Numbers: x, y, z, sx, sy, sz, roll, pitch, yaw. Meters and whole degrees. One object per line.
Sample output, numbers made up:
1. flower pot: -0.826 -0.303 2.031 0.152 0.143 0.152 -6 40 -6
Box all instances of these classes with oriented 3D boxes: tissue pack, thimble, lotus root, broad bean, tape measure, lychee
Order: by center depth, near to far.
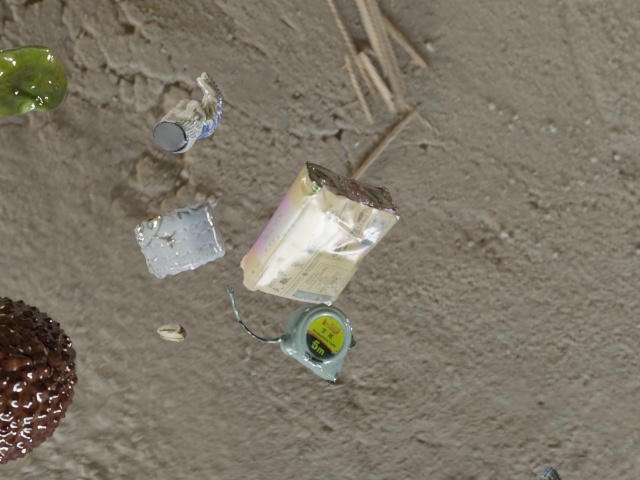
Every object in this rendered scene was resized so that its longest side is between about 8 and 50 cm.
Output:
1. lychee: -0.572 0.228 1.311 0.330 0.306 0.306 47 54 -38
2. tissue pack: 0.000 0.000 1.443 0.215 0.256 0.123 16 28 -34
3. broad bean: -0.556 -0.300 1.454 0.072 0.207 0.153 29 100 12
4. thimble: -0.268 -0.001 1.495 0.127 0.151 0.117 -49 123 -70
5. tape measure: -0.069 0.163 1.649 0.330 0.084 0.164 40 65 -20
6. lotus root: -0.345 0.217 1.834 0.037 0.083 0.030 58 48 -33

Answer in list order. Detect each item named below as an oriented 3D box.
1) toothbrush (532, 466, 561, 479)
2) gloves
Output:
1. toothbrush: 0.089 0.294 0.676 0.386 0.040 0.040 -18 81 -33
2. gloves: -0.246 -0.245 1.495 0.229 0.119 0.097 -71 146 -44
